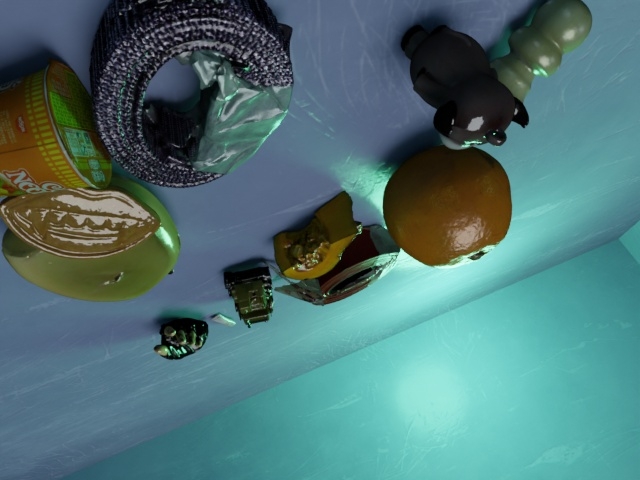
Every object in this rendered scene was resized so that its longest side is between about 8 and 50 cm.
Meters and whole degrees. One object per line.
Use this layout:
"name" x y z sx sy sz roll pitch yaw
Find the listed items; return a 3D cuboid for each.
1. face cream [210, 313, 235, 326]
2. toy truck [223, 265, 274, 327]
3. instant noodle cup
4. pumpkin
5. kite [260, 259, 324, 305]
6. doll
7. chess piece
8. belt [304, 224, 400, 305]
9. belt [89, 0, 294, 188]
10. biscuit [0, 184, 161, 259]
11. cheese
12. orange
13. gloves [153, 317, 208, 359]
"face cream" -0.317 0.261 1.500 0.038 0.020 0.115 -28 151 8
"toy truck" -0.193 0.173 1.311 0.127 0.127 0.257 -11 156 -8
"instant noodle cup" -0.395 -0.126 0.587 0.184 0.169 0.168 -15 153 -5
"pumpkin" 0.006 -0.001 1.182 0.247 0.131 0.126 -28 146 17
"kite" -0.081 0.128 1.325 0.250 0.012 0.229 41 145 -25
"doll" 0.227 -0.253 0.759 0.181 0.258 0.117 -14 159 -22
"chess piece" 0.399 -0.350 0.890 0.144 0.145 0.251 9 131 -49
"belt" 0.091 0.077 1.409 0.323 0.115 0.227 -32 154 12
"belt" -0.180 -0.206 0.647 0.260 0.122 0.325 0 144 -33
"biscuit" -0.361 -0.028 0.702 0.220 0.029 0.142 9 126 -36
"cheese" -0.393 0.017 0.865 0.259 0.128 0.316 -27 156 0
"orange" 0.305 -0.081 1.106 0.311 0.312 0.312 -20 153 -10
"gloves" -0.405 0.282 1.344 0.164 0.124 0.203 -36 157 -21
